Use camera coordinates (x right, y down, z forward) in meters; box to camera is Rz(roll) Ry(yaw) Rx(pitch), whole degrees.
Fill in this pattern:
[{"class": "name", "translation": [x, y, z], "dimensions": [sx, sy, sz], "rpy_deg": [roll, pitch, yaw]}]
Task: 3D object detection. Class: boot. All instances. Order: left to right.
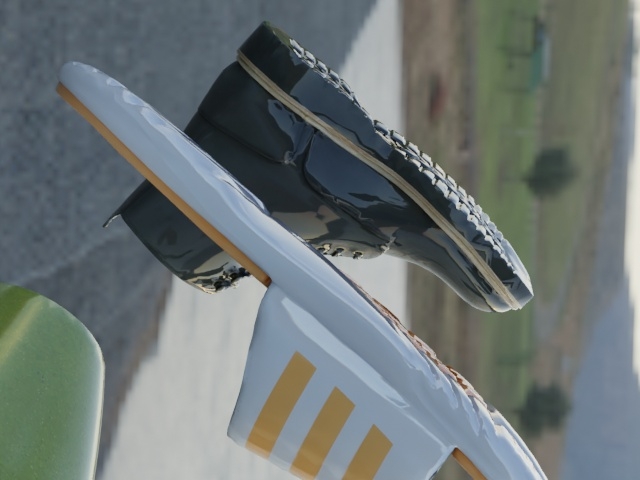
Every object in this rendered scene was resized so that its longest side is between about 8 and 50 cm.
[{"class": "boot", "translation": [0.000, 0.000, 1.003], "dimensions": [0.137, 0.198, 0.077], "rpy_deg": [-47, -174, 10]}]

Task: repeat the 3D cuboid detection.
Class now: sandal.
[{"class": "sandal", "translation": [-0.019, 0.039, 0.751], "dimensions": [0.076, 0.265, 0.102], "rpy_deg": [-49, 171, 2]}]

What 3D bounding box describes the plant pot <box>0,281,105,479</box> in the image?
[{"class": "plant pot", "translation": [-0.280, 0.180, 1.428], "dimensions": [0.275, 0.275, 0.293], "rpy_deg": [86, 22, -48]}]
